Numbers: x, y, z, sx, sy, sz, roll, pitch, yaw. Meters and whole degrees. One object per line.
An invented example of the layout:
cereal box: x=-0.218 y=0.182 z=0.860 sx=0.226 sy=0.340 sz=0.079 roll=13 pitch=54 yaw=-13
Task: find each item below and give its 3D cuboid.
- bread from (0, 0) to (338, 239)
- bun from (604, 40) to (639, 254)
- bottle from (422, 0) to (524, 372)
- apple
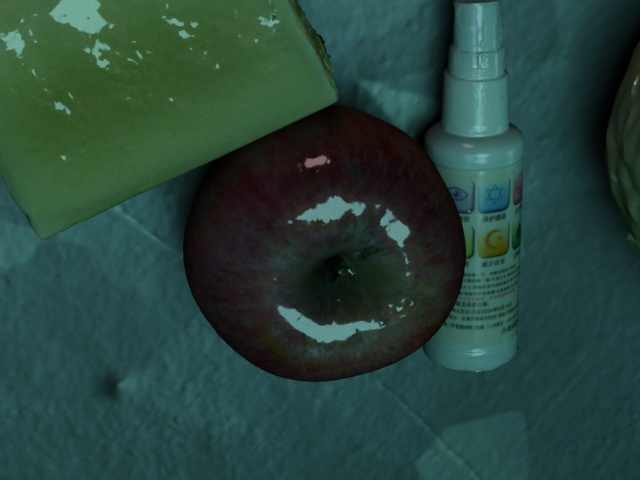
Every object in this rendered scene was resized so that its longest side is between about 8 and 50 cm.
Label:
bread: x=-0.094 y=-0.093 z=0.892 sx=0.178 sy=0.060 sz=0.139 roll=-23 pitch=118 yaw=7
bun: x=0.341 y=-0.068 z=0.960 sx=0.352 sy=0.227 sz=0.349 roll=-8 pitch=115 yaw=-9
bottle: x=0.088 y=-0.032 z=1.001 sx=0.060 sy=0.060 sz=0.217 roll=-5 pitch=114 yaw=-12
apple: x=0.000 y=0.000 z=0.960 sx=0.153 sy=0.120 sz=0.153 roll=-2 pitch=116 yaw=-5
